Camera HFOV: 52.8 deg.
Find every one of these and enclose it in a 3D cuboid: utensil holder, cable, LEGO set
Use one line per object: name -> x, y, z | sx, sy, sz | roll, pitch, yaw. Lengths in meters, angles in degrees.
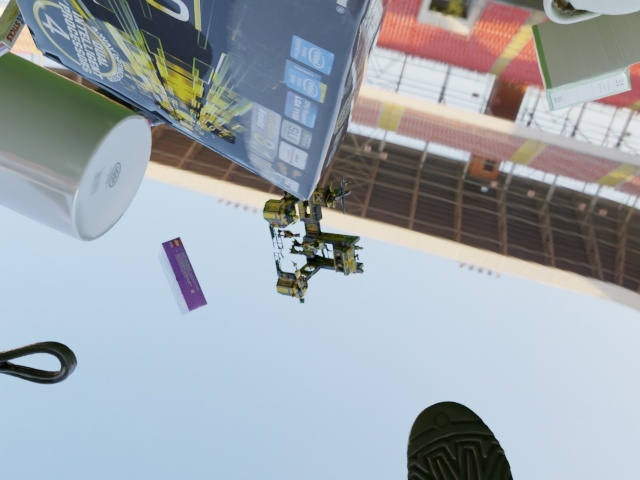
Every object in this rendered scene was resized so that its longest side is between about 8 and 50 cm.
utensil holder -> -0.612, -0.211, 1.400 | 0.386, 0.327, 0.327 | 24, -155, 4
cable -> -0.523, 0.193, 1.014 | 0.288, 0.139, 0.072 | -19, -179, 3
LEGO set -> 0.000, 0.000, 1.714 | 0.192, 0.331, 0.255 | 7, -160, 32

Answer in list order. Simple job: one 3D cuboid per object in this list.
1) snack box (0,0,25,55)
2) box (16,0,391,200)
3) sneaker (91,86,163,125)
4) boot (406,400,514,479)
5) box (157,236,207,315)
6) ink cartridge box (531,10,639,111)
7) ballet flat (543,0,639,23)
snack box -> -0.506, -0.358, 1.055 | 0.064, 0.022, 0.178 | -20, -134, 24
box -> -0.103, -0.216, 0.476 | 0.318, 0.395, 0.097 | 28, -113, 2
sneaker -> -0.481, -0.374, 1.729 | 0.483, 0.185, 0.202 | -32, -173, -28
boot -> 0.116, 0.225, 0.520 | 0.076, 0.189, 0.208 | -16, 165, 4
box -> -0.402, 0.111, 1.854 | 0.057, 0.200, 0.293 | -22, 178, -18
ink cartridge box -> 0.460, -0.305, 0.999 | 0.235, 0.056, 0.171 | -13, -131, 21
ballet flat -> 0.431, -0.329, 0.727 | 0.139, 0.139, 0.400 | -7, -175, -38
